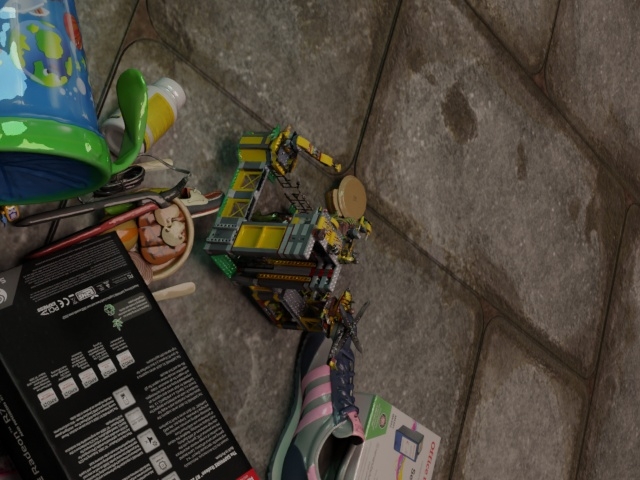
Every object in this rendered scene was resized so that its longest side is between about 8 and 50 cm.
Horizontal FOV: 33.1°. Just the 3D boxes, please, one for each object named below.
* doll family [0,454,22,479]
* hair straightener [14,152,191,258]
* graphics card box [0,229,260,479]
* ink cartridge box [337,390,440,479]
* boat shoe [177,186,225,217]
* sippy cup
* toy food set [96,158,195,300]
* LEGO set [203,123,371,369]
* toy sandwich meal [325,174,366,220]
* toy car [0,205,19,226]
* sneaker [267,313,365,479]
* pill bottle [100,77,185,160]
[{"bbox_3d":[-0.285,0.301,1.286,0.263,0.118,0.163,-2,88,-48],"label":"doll family"},{"bbox_3d":[-0.266,-0.056,1.321,0.230,0.047,0.089,-23,99,-24],"label":"hair straightener"},{"bbox_3d":[-0.249,0.191,1.240,0.232,0.094,0.371,-27,85,-48],"label":"graphics card box"},{"bbox_3d":[0.095,0.356,1.765,0.212,0.093,0.154,40,59,-44],"label":"ink cartridge box"},{"bbox_3d":[-0.183,-0.051,1.473,0.137,0.049,0.043,-21,104,-43],"label":"boat shoe"},{"bbox_3d":[-0.347,-0.171,1.158,0.305,0.240,0.224,30,53,-72],"label":"sippy cup"},{"bbox_3d":[-0.224,-0.005,1.395,0.132,0.038,0.192,-15,103,-24],"label":"toy food set"},{"bbox_3d":[0.000,0.000,1.537,0.255,0.192,0.331,-64,143,-34],"label":"LEGO set"},{"bbox_3d":[0.043,-0.066,1.759,0.085,0.029,0.086,8,80,-54],"label":"toy sandwich meal"},{"bbox_3d":[-0.376,-0.005,1.231,0.122,0.060,0.041,-40,131,-41],"label":"toy car"},{"bbox_3d":[0.026,0.256,1.652,0.112,0.131,0.319,31,66,-45],"label":"sneaker"},{"bbox_3d":[-0.227,-0.162,1.405,0.116,0.065,0.065,-52,127,-36],"label":"pill bottle"}]
